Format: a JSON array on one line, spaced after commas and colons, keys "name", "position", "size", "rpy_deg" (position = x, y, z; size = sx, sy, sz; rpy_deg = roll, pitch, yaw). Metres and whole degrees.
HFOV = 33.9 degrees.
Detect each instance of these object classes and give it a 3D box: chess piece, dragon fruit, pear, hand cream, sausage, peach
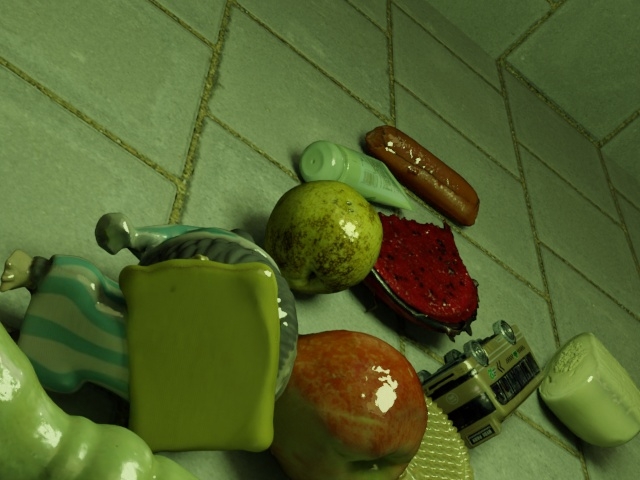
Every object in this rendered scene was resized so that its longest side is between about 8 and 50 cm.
[{"name": "chess piece", "position": [-0.317, 0.205, 1.054], "size": [0.442, 0.234, 0.234], "rpy_deg": [43, 28, -18]}, {"name": "dragon fruit", "position": [0.165, 0.077, 1.968], "size": [0.344, 0.100, 0.282], "rpy_deg": [11, 44, -43]}, {"name": "pear", "position": [0.000, 0.000, 1.742], "size": [0.197, 0.197, 0.197], "rpy_deg": [34, 31, -24]}, {"name": "hand cream", "position": [0.079, -0.135, 2.131], "size": [0.306, 0.093, 0.147], "rpy_deg": [10, 40, -51]}, {"name": "sausage", "position": [0.237, -0.147, 2.358], "size": [0.330, 0.102, 0.102], "rpy_deg": [36, 30, -22]}, {"name": "peach", "position": [0.016, 0.227, 1.455], "size": [0.232, 0.232, 0.256], "rpy_deg": [15, 27, -45]}]

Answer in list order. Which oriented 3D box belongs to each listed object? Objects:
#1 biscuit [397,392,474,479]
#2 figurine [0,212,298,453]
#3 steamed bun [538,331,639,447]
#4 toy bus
[{"name": "biscuit", "position": [0.140, 0.336, 1.630], "size": [0.259, 0.079, 0.259], "rpy_deg": [33, 32, -24]}, {"name": "figurine", "position": [-0.217, 0.096, 1.380], "size": [0.361, 0.266, 0.377], "rpy_deg": [16, 8, -9]}, {"name": "steamed bun", "position": [0.551, 0.316, 2.138], "size": [0.200, 0.155, 0.250], "rpy_deg": [47, 22, -7]}, {"name": "toy bus", "position": [0.291, 0.255, 1.883], "size": [0.157, 0.139, 0.289], "rpy_deg": [57, 26, 8]}]
